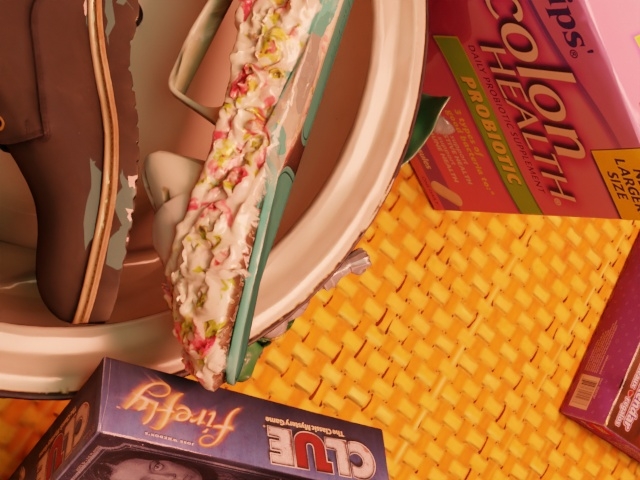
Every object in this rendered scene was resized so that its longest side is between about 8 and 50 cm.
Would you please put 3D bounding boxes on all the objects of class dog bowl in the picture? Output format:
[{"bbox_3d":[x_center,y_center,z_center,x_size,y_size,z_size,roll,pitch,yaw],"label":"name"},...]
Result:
[{"bbox_3d":[-0.146,-0.126,0.481,0.407,0.150,0.408,-1,93,-28],"label":"dog bowl"}]

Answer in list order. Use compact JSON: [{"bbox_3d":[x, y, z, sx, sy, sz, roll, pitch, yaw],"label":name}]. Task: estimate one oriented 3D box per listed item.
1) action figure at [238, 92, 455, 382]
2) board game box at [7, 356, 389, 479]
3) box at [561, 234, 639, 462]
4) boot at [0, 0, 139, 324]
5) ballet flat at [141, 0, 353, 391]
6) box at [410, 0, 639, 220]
[{"bbox_3d":[0.000,0.000,0.594,0.063,0.137,0.232,39,85,-15],"label":"action figure"},{"bbox_3d":[-0.098,0.164,0.491,0.165,0.243,0.042,20,42,-27],"label":"board game box"},{"bbox_3d":[0.371,0.082,0.825,0.200,0.057,0.293,33,78,-27],"label":"box"},{"bbox_3d":[-0.151,-0.062,0.365,0.136,0.077,0.198,1,79,-24],"label":"boot"},{"bbox_3d":[-0.043,-0.050,0.423,0.077,0.091,0.241,16,80,2],"label":"ballet flat"},{"bbox_3d":[0.142,-0.134,0.583,0.117,0.243,0.214,-38,110,-22],"label":"box"}]
